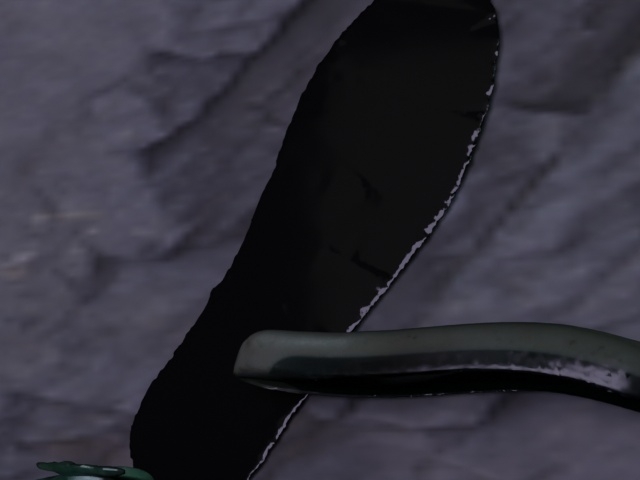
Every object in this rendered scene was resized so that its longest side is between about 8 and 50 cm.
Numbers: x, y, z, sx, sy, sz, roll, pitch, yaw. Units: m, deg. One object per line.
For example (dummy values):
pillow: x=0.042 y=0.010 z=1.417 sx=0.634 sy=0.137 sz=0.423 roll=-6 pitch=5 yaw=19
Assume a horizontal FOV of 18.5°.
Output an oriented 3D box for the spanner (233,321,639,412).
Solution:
spanner: x=0.114 y=0.071 z=0.650 sx=0.324 sy=0.040 sz=0.096 roll=-2 pitch=72 yaw=23

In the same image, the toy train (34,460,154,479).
toy train: x=-0.138 y=0.151 z=0.651 sx=0.326 sy=0.159 sz=0.129 roll=-2 pitch=63 yaw=12

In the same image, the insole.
insole: x=0.000 y=0.000 z=0.746 sx=0.080 sy=0.003 sz=0.232 roll=28 pitch=86 yaw=29
